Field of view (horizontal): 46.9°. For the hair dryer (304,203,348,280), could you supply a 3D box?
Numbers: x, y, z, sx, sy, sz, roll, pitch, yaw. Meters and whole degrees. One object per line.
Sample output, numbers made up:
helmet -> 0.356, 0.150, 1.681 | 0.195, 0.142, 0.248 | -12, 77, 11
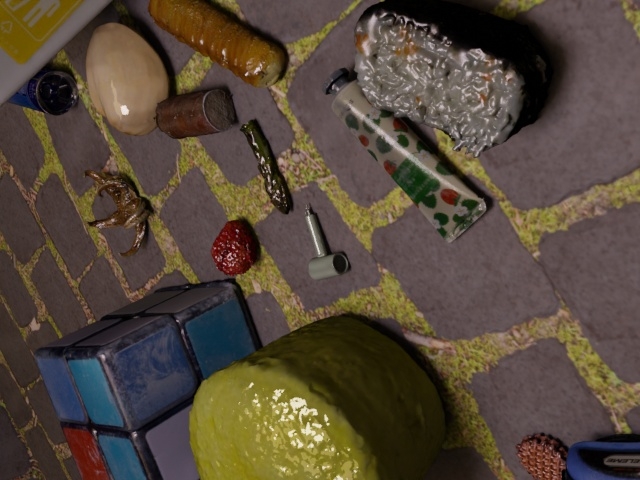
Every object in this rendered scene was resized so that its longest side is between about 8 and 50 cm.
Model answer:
hair dryer -> 0.000, 0.000, 1.180 | 0.063, 0.038, 0.124 | -15, 92, 46

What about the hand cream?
hand cream -> 0.106, -0.120, 0.993 | 0.276, 0.059, 0.095 | 48, 139, 8

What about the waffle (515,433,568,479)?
waffle -> 0.314, 0.308, 1.028 | 0.083, 0.029, 0.075 | 55, 141, 4

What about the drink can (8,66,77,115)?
drink can -> -0.623, -0.330, 1.574 | 0.235, 0.097, 0.097 | 18, 122, 38

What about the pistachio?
pistachio -> -0.335, -0.285, 1.305 | 0.145, 0.117, 0.200 | -9, 95, 9

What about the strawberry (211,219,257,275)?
strawberry -> -0.153, 0.012, 1.304 | 0.083, 0.083, 0.096 | 10, 110, 42

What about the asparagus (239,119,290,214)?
asparagus -> -0.087, -0.117, 1.202 | 0.036, 0.030, 0.165 | -21, 94, 24

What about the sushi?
sushi -> 0.148, -0.202, 0.854 | 0.225, 0.126, 0.136 | 36, 132, 24

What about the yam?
yam -> -0.211, -0.213, 1.243 | 0.141, 0.079, 0.079 | -1, 110, 44

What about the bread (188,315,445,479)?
bread -> 0.009, 0.300, 1.119 | 0.348, 0.308, 0.348 | 15, 115, 35

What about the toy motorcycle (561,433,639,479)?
toy motorcycle -> 0.393, 0.311, 0.813 | 0.358, 0.213, 0.125 | -14, 100, 48

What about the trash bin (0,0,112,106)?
trash bin -> -0.515, -0.406, 1.198 | 0.296, 0.367, 0.256 | 16, 156, 41

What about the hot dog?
hot dog -> -0.172, -0.322, 1.153 | 0.289, 0.068, 0.083 | 36, 125, 28

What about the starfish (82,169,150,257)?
starfish -> -0.428, -0.066, 1.533 | 0.190, 0.074, 0.146 | 48, 135, 15

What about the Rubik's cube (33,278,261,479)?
Rubik's cube -> -0.307, 0.284, 1.418 | 0.316, 0.313, 0.318 | -11, 102, 47
